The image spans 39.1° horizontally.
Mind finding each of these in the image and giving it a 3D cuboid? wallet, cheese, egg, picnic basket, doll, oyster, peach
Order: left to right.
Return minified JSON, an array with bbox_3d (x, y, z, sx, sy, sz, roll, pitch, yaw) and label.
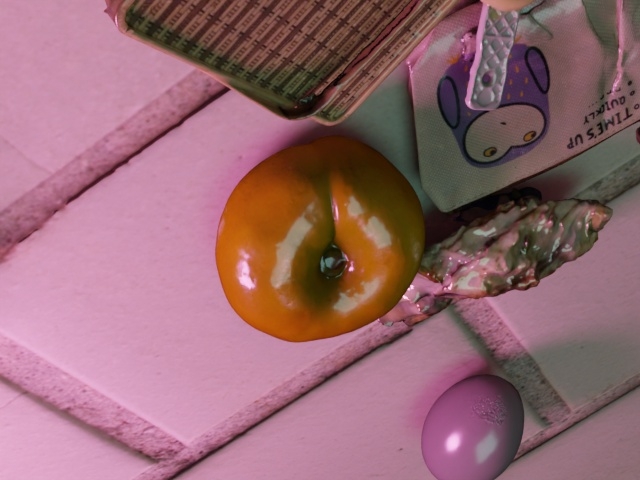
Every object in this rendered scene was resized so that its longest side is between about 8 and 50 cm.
[{"bbox_3d":[-0.023,-0.242,0.720,0.228,0.175,0.312,-44,151,18],"label":"picnic basket"},{"bbox_3d":[0.000,0.000,1.034,0.251,0.153,0.251,-9,117,-18],"label":"peach"},{"bbox_3d":[0.236,0.295,1.395,0.146,0.146,0.199,16,115,-34],"label":"egg"},{"bbox_3d":[0.210,0.040,1.164,0.354,0.107,0.201,-29,145,15],"label":"oyster"},{"bbox_3d":[0.230,-0.045,1.169,0.125,0.027,0.037,-13,142,-12],"label":"doll"},{"bbox_3d":[0.187,-0.255,0.897,0.127,0.050,0.256,-4,115,-23],"label":"cheese"},{"bbox_3d":[0.252,-0.171,1.025,0.335,0.068,0.275,-24,127,4],"label":"wallet"}]
